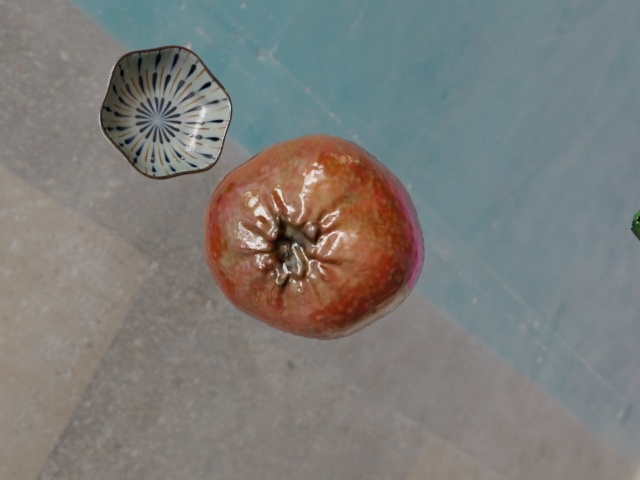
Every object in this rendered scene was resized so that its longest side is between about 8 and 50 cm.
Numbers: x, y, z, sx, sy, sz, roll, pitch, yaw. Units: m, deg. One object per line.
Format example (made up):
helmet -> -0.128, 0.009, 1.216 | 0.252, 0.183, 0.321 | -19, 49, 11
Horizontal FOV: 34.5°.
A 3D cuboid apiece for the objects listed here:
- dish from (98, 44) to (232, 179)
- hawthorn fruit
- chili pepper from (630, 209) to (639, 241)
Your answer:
dish -> -0.218, -0.169, 1.408 | 0.191, 0.066, 0.190 | 3, 83, -25
hawthorn fruit -> 0.000, 0.000, 0.839 | 0.285, 0.165, 0.165 | 42, 70, -86
chili pepper -> 0.302, 0.027, 0.585 | 0.122, 0.279, 0.065 | 33, 81, -23
